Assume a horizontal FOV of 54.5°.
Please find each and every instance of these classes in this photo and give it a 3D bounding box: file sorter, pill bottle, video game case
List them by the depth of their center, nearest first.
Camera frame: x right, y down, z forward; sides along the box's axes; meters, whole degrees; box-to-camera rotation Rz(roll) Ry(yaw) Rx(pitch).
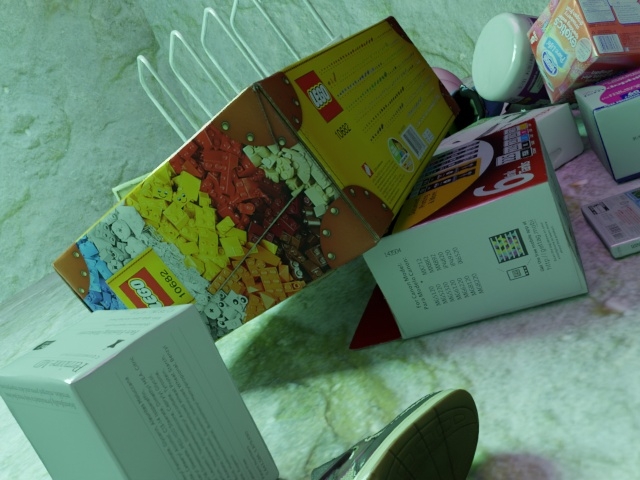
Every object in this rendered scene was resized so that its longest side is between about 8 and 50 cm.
[{"bbox_3d":[0.385,-0.035,0.705,0.143,0.019,0.157,-19,14,17],"label":"video game case"},{"bbox_3d":[-0.137,-0.280,1.006,0.278,0.173,0.193,-40,7,-12],"label":"file sorter"},{"bbox_3d":[0.470,-0.344,1.223,0.302,0.169,0.169,2,8,-16],"label":"pill bottle"}]

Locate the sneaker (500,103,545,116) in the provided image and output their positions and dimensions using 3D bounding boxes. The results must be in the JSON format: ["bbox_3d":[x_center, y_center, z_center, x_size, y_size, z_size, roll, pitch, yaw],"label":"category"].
[{"bbox_3d":[0.500,-0.328,1.430,0.130,0.109,0.286,-19,11,45],"label":"sneaker"}]

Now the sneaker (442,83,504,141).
[{"bbox_3d":[0.311,-0.257,1.311,0.330,0.129,0.147,-38,3,-36],"label":"sneaker"}]

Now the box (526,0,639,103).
[{"bbox_3d":[0.533,-0.343,1.058,0.300,0.153,0.142,-9,-17,-14],"label":"box"}]

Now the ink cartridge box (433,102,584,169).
[{"bbox_3d":[0.327,-0.164,1.117,0.160,0.092,0.219,-31,15,-23],"label":"ink cartridge box"}]

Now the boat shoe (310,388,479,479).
[{"bbox_3d":[0.023,0.174,0.410,0.074,0.080,0.224,1,32,49],"label":"boat shoe"}]

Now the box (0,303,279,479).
[{"bbox_3d":[-0.164,0.162,0.545,0.181,0.181,0.119,-9,20,45],"label":"box"}]

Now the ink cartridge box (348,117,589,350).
[{"bbox_3d":[0.162,-0.017,0.779,0.272,0.130,0.309,-20,15,22],"label":"ink cartridge box"}]

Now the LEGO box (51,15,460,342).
[{"bbox_3d":[-0.048,-0.089,0.858,0.373,0.193,0.500,-33,10,31],"label":"LEGO box"}]

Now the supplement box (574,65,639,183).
[{"bbox_3d":[0.459,-0.179,0.921,0.111,0.113,0.220,-19,13,20],"label":"supplement box"}]

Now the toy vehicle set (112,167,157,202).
[{"bbox_3d":[-0.237,0.003,1.072,0.166,0.266,0.035,-13,19,36],"label":"toy vehicle set"}]

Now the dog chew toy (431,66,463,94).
[{"bbox_3d":[0.286,-0.318,1.559,0.207,0.206,0.331,-22,22,9],"label":"dog chew toy"}]
